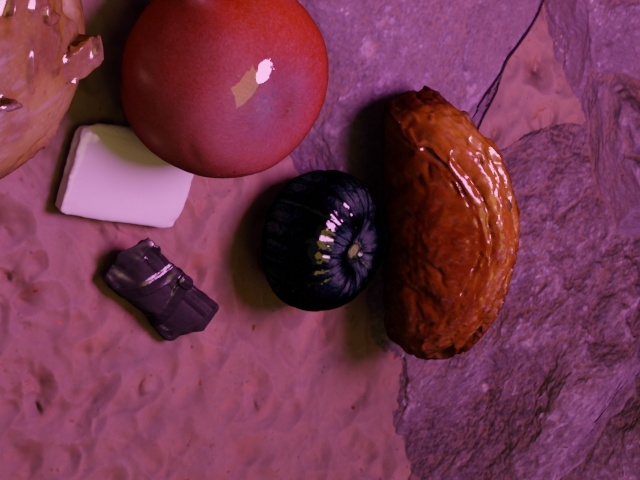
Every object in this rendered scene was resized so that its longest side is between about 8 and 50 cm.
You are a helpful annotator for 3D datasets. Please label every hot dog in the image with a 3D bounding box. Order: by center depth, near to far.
[{"bbox_3d":[0.172,-0.020,2.270,0.174,0.267,0.387,-4,113,-6],"label":"hot dog"}]

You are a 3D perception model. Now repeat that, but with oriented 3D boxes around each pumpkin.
[{"bbox_3d":[0.000,0.000,2.210,0.202,0.140,0.202,-25,123,-46],"label":"pumpkin"}]

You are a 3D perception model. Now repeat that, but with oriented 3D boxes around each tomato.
[{"bbox_3d":[-0.115,-0.199,1.976,0.256,0.224,0.255,-27,132,-35],"label":"tomato"}]

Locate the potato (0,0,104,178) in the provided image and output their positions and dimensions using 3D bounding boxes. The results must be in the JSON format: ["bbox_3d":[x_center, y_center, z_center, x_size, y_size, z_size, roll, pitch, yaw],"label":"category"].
[{"bbox_3d":[-0.383,-0.279,1.624,0.319,0.385,0.442,-36,125,-47],"label":"potato"}]

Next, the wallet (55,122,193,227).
[{"bbox_3d":[-0.242,-0.082,2.050,0.183,0.032,0.124,7,105,-42],"label":"wallet"}]

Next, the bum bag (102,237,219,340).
[{"bbox_3d":[-0.210,0.064,2.132,0.087,0.049,0.197,-39,135,3],"label":"bum bag"}]
